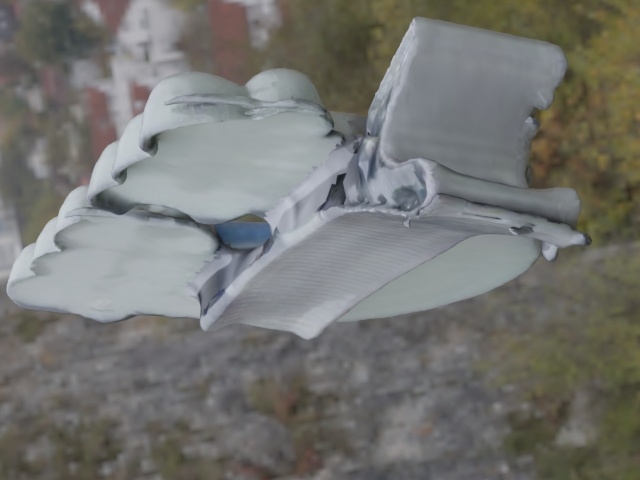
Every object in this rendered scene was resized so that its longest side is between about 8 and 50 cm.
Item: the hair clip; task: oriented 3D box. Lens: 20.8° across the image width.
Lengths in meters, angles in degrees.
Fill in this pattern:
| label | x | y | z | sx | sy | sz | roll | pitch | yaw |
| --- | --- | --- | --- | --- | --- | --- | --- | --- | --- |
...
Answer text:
| label | x | y | z | sx | sy | sz | roll | pitch | yaw |
| --- | --- | --- | --- | --- | --- | --- | --- | --- | --- |
| hair clip | 0.000 | 0.000 | 0.492 | 0.220 | 0.140 | 0.054 | 145 | 127 | -64 |
